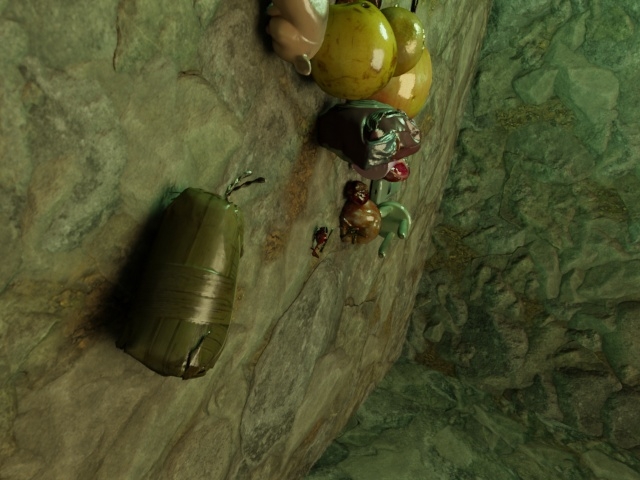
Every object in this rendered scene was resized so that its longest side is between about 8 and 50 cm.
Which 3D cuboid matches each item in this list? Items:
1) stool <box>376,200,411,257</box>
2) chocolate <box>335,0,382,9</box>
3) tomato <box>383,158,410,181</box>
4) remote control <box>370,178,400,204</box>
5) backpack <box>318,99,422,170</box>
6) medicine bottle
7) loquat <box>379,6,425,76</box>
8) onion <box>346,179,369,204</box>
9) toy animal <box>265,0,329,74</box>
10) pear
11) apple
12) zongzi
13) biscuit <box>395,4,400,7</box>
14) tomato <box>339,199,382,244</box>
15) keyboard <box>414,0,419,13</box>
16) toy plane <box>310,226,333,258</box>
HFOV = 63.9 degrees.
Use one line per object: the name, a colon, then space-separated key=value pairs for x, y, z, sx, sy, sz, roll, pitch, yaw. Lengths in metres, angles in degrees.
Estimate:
stool: x=0.300 y=-0.063 z=2.350 sx=0.195 sy=0.195 sz=0.199 roll=-47 pitch=178 yaw=31
chocolate: x=0.123 y=-0.723 z=1.559 sx=0.127 sy=0.133 sz=0.124 roll=-61 pitch=159 yaw=-15
tomato: x=0.302 y=-0.328 z=2.277 sx=0.173 sy=0.189 sz=0.099 roll=-24 pitch=166 yaw=-46
remote control: x=0.316 y=-0.271 z=2.426 sx=0.296 sy=0.056 sz=0.140 roll=-37 pitch=140 yaw=-54
backpack: x=0.189 y=-0.358 z=1.697 sx=0.318 sy=0.283 sz=0.197 roll=-19 pitch=134 yaw=-30
medicine bottle: x=0.254 y=-0.385 z=2.049 sx=0.290 sy=0.178 sz=0.178 roll=-51 pitch=150 yaw=-40
loquat: x=0.228 y=-0.627 z=1.630 sx=0.213 sy=0.213 sz=0.213 roll=-47 pitch=147 yaw=-43
onion: x=0.149 y=-0.192 z=2.079 sx=0.107 sy=0.097 sz=0.107 roll=31 pitch=48 yaw=-43
toy animal: x=-0.057 y=-0.556 z=1.262 sx=0.250 sy=0.154 sz=0.166 roll=89 pitch=22 yaw=-45
pear: x=0.091 y=-0.540 z=1.468 sx=0.280 sy=0.281 sz=0.280 roll=-47 pitch=147 yaw=-43
apple: x=0.242 y=-0.599 z=1.862 sx=0.252 sy=0.315 sz=0.308 roll=-112 pitch=-153 yaw=-53
zongzi: x=-0.302 y=0.091 z=1.284 sx=0.467 sy=0.219 sz=0.499 roll=119 pitch=-15 yaw=-73
biscuit: x=0.294 y=-0.791 z=2.031 sx=0.232 sy=0.013 sz=0.236 roll=-15 pitch=120 yaw=-62
tomato: x=0.182 y=-0.075 z=2.171 sx=0.180 sy=0.155 sz=0.214 roll=-58 pitch=153 yaw=-36
keyboard: x=0.403 y=-0.998 z=2.069 sx=0.053 sy=0.010 sz=0.155 roll=-78 pitch=-177 yaw=-59
toy plane: x=0.000 y=0.000 z=1.939 sx=0.037 sy=0.060 sz=0.145 roll=-23 pitch=143 yaw=-60
